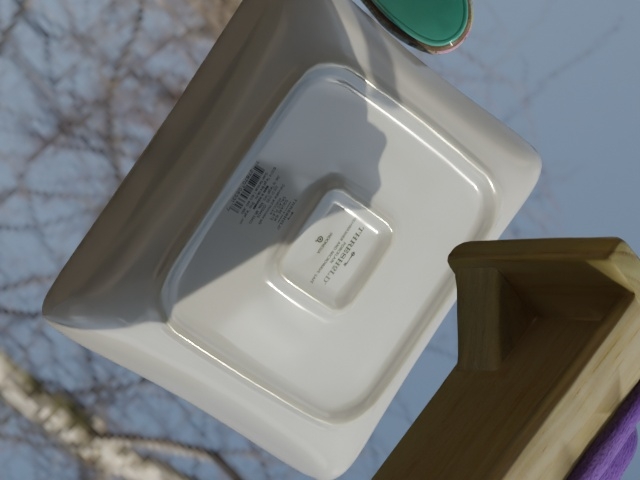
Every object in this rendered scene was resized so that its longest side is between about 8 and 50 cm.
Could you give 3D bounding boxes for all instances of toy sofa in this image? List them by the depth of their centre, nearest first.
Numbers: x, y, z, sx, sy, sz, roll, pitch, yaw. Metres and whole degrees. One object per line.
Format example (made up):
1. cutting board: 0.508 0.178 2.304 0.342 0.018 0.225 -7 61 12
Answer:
1. toy sofa: 0.071 0.180 0.979 0.362 0.177 0.150 -50 -158 -22

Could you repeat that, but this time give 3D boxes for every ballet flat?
1. ballet flat: 0.023 -0.219 1.297 0.077 0.221 0.079 -43 -176 -9

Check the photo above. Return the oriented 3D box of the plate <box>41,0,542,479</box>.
1. plate: 0.000 0.000 1.209 0.277 0.278 0.045 -56 -144 -1
